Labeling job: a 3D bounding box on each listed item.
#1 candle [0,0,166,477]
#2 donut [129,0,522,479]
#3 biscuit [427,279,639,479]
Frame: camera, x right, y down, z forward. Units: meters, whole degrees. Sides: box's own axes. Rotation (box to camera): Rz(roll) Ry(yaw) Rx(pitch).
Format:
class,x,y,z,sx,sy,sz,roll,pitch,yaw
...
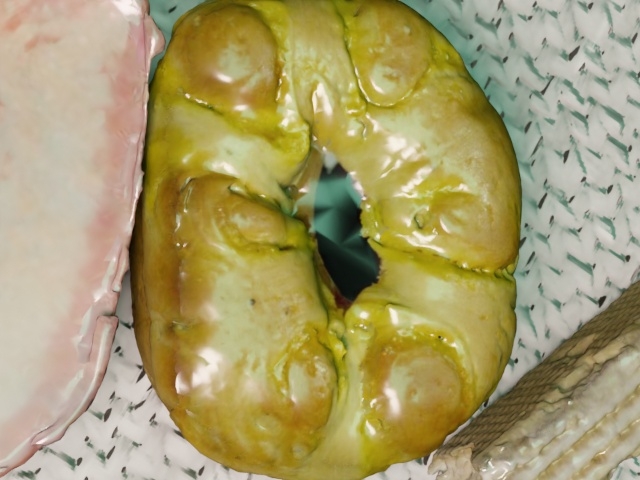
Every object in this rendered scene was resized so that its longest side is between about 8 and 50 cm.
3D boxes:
class,x,y,z,sx,sy,sz,roll,pitch,yaw
candle,-0.216,-0.047,0.783,0.287,0.131,0.317,-41,103,-14
donut,0.000,0.000,0.839,0.209,0.128,0.261,6,80,-17
biscuit,0.167,0.081,0.886,0.239,0.108,0.062,-38,91,-18
